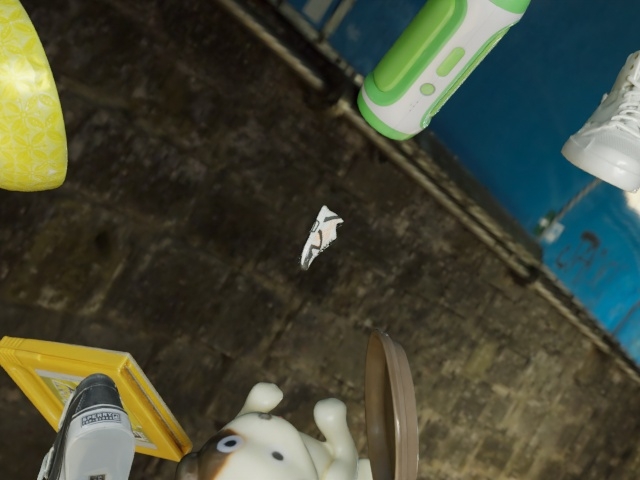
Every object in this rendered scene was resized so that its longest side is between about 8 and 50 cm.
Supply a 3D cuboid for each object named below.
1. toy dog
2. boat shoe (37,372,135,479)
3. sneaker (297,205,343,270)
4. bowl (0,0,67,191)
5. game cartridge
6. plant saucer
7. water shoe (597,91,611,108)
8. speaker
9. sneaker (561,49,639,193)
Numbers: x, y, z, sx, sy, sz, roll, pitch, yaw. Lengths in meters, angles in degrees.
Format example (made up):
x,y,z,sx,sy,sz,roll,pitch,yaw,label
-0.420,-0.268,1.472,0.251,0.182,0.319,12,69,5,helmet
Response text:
x,y,z,sx,sy,sz,roll,pitch,yaw,label
-0.099,0.426,1.619,0.284,0.395,0.408,25,-21,21,toy dog
-0.305,0.295,1.235,0.113,0.306,0.105,-2,41,-19,boat shoe
0.000,0.000,1.462,0.043,0.109,0.040,28,-21,-6,sneaker
-0.476,-0.191,1.326,0.156,0.290,0.289,-20,28,-27,bowl
-0.430,0.298,1.811,0.323,0.053,0.285,2,-44,29,game cartridge
0.107,0.274,1.485,0.041,0.278,0.278,-3,4,-7,plant saucer
0.548,-0.228,1.802,0.073,0.080,0.203,40,20,25,water shoe
0.178,-0.285,1.434,0.131,0.296,0.131,23,41,-22,speaker
0.400,-0.167,1.247,0.108,0.169,0.292,29,21,4,sneaker
